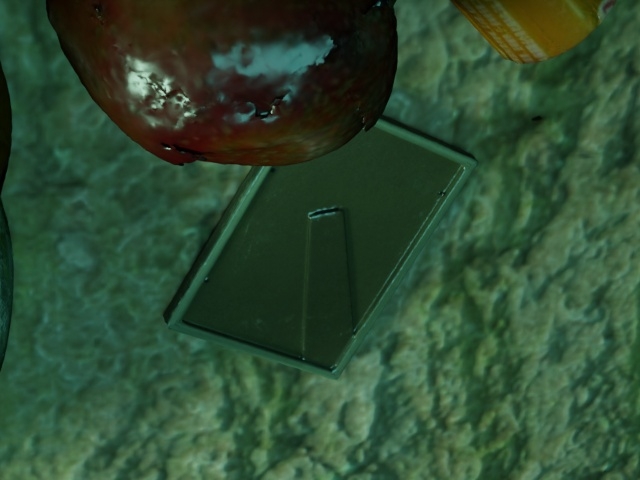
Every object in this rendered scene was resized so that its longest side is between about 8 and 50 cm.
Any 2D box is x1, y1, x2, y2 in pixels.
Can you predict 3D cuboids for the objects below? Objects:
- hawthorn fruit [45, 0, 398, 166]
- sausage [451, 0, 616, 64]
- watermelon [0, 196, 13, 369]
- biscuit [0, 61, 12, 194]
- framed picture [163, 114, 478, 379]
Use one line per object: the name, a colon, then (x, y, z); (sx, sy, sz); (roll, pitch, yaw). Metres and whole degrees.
hawthorn fruit: (-0.071, -0.131, 0.756); (0.235, 0.181, 0.181); (7, 121, -3)
sausage: (0.054, -0.227, 0.769); (0.093, 0.093, 0.312); (-43, 125, 11)
watermelon: (-0.310, 0.036, 0.830); (0.241, 0.094, 0.154); (3, 115, -17)
biscuit: (-0.241, -0.076, 0.713); (0.036, 0.212, 0.212); (-10, 132, 27)
framed picture: (0.000, 0.000, 0.945); (0.150, 0.015, 0.203); (20, 113, -29)
